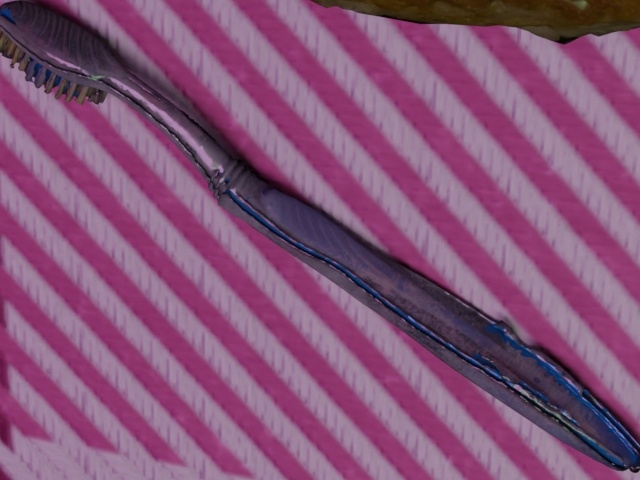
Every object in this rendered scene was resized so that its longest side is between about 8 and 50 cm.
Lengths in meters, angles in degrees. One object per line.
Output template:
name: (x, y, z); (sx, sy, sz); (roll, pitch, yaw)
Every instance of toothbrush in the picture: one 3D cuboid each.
toothbrush: (0.000, 0.000, 1.032); (0.413, 0.035, 0.042); (35, 141, 0)

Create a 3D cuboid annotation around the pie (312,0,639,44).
pie: (0.109, -0.216, 0.820); (0.296, 0.078, 0.371); (25, 130, -17)
